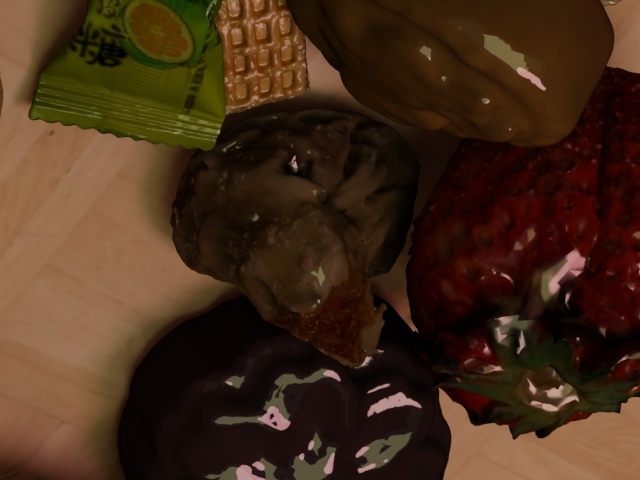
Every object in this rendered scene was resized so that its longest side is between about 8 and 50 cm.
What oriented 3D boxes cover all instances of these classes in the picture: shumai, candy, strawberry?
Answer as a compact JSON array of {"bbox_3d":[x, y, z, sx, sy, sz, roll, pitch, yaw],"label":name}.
[{"bbox_3d":[0.000,0.000,1.296,0.206,0.175,0.166,-7,125,-23],"label":"shumai"},{"bbox_3d":[-0.107,-0.172,1.182,0.149,0.069,0.246,17,121,-5],"label":"candy"},{"bbox_3d":[0.192,-0.002,1.336,0.250,0.288,0.238,3,154,0],"label":"strawberry"}]

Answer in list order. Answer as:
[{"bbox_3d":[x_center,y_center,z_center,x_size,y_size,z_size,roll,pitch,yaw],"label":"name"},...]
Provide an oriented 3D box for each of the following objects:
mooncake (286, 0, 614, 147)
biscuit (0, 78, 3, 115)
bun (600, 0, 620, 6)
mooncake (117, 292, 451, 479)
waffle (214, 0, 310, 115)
[{"bbox_3d":[0.076,-0.155,1.183,0.235,0.235,0.117,38,78,-38],"label":"mooncake"},{"bbox_3d":[-0.314,-0.142,1.148,0.250,0.032,0.133,21,111,-33],"label":"biscuit"},{"bbox_3d":[0.200,-0.295,1.178,0.259,0.152,0.259,-47,163,-20],"label":"bun"},{"bbox_3d":[-0.025,0.174,1.431,0.283,0.141,0.283,-11,124,-16],"label":"mooncake"},{"bbox_3d":[-0.055,-0.157,1.261,0.092,0.021,0.135,-16,128,-13],"label":"waffle"}]
